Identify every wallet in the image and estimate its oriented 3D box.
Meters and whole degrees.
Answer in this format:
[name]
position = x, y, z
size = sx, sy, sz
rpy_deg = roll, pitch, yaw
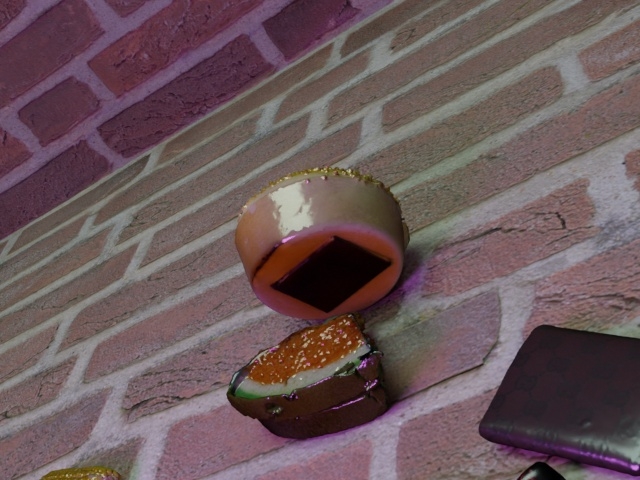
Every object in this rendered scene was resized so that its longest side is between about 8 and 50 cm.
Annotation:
[wallet]
position = 0.316, 0.182, 1.056
size = 0.229, 0.049, 0.182
rpy_deg = 1, 48, 51

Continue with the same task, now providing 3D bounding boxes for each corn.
[corn]
position = -0.427, 0.441, 1.585
size = 0.238, 0.080, 0.080
rpy_deg = -16, 35, 44

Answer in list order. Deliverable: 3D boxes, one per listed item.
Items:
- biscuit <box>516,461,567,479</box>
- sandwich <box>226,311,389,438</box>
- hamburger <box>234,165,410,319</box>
[biscuit]
position = 0.241, 0.325, 0.907
size = 0.151, 0.063, 0.235
rpy_deg = -43, 19, -8
[sandwich]
position = -0.006, 0.208, 1.374
size = 0.292, 0.109, 0.212
rpy_deg = -28, 22, 18
[hamburger]
position = 0.000, 0.000, 1.484
size = 0.302, 0.302, 0.170
rpy_deg = -29, 47, 21
